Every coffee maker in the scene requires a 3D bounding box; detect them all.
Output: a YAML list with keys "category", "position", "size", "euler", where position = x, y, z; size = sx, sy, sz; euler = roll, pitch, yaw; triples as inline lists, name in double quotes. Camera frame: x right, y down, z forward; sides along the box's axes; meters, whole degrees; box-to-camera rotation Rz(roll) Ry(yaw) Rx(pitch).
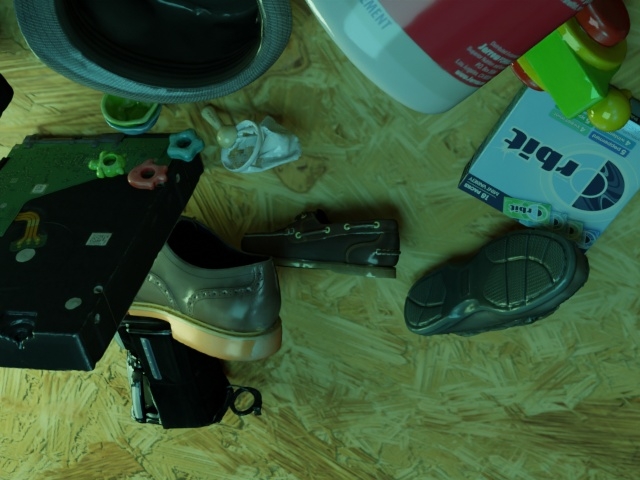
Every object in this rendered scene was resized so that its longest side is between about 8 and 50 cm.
- category: "coffee maker"
  position: [-0.173, 0.138, 1.851]
  size: [0.171, 0.120, 0.178]
  euler: [-10, 129, 0]

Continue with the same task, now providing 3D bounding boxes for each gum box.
- category: "gum box"
  position: [0.254, -0.086, 1.525]
  size: [0.157, 0.041, 0.184]
  euler: [28, 133, -4]

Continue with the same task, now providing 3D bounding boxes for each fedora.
- category: "fedora"
  position: [-0.159, -0.262, 1.479]
  size: [0.275, 0.124, 0.244]
  euler: [4, 133, 7]

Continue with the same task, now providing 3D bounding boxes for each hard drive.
- category: "hard drive"
  position: [-0.293, 0.004, 1.614]
  size: [0.237, 0.339, 0.064]
  euler: [1, 131, 20]

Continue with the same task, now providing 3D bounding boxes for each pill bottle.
- category: "pill bottle"
  position: [0.181, -0.307, 1.200]
  size: [0.407, 0.229, 0.229]
  euler: [-38, 110, 21]

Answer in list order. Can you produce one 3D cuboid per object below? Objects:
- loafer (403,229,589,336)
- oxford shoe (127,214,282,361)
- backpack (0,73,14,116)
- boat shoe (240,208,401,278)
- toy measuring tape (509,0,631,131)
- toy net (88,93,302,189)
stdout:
- category: "loafer"
  position: [0.205, 0.054, 1.625]
  size: [0.084, 0.096, 0.267]
  euler: [20, 155, -32]
- category: "oxford shoe"
  position: [-0.194, 0.019, 1.730]
  size: [0.363, 0.130, 0.133]
  euler: [18, 117, 26]
- category: "backpack"
  position: [-0.520, -0.222, 1.519]
  size: [0.290, 0.273, 0.355]
  euler: [12, 143, 13]
- category: "boat shoe"
  position: [0.000, 0.000, 1.685]
  size: [0.207, 0.073, 0.073]
  euler: [4, 94, 29]
- category: "toy measuring tape"
  position: [0.199, -0.248, 1.393]
  size: [0.121, 0.121, 0.330]
  euler: [-35, 88, 39]
- category: "toy net"
  position: [-0.138, -0.109, 1.604]
  size: [0.232, 0.122, 0.045]
  euler: [9, 147, 17]
